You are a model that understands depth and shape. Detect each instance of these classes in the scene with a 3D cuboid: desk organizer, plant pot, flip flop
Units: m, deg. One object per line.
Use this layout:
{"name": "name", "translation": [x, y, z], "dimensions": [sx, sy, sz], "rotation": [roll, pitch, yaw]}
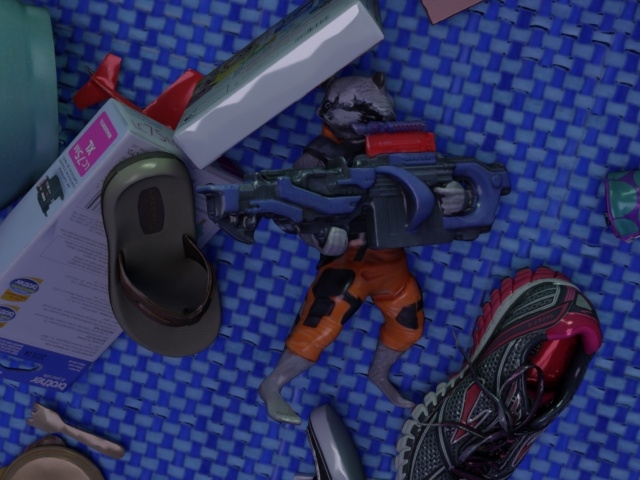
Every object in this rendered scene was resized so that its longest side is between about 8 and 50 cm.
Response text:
{"name": "desk organizer", "translation": [0.154, -0.255, 1.111], "dimensions": [0.130, 0.047, 0.050], "rotation": [-24, 99, 13]}
{"name": "plant pot", "translation": [-0.354, -0.137, 1.119], "dimensions": [0.196, 0.293, 0.293], "rotation": [-4, 102, -17]}
{"name": "flip flop", "translation": [-0.146, 0.031, 1.131], "dimensions": [0.112, 0.080, 0.277], "rotation": [-22, 142, -19]}

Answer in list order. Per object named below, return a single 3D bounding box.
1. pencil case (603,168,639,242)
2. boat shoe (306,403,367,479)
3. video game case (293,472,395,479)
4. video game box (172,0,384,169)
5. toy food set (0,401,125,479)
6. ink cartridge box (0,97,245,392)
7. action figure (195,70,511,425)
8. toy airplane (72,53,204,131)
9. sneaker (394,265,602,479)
{"name": "pencil case", "translation": [0.348, -0.037, 1.112], "dimensions": [0.152, 0.064, 0.070], "rotation": [-6, 84, 11]}
{"name": "boat shoe", "translation": [0.016, 0.278, 1.211], "dimensions": [0.070, 0.078, 0.219], "rotation": [-16, 99, 11]}
{"name": "video game case", "translation": [0.031, 0.297, 1.258], "dimensions": [0.122, 0.011, 0.087], "rotation": [3, 101, 9]}
{"name": "video game box", "translation": [-0.036, -0.165, 1.087], "dimensions": [0.205, 0.187, 0.048], "rotation": [-34, 110, 14]}
{"name": "toy food set", "translation": [-0.300, 0.282, 1.302], "dimensions": [0.132, 0.038, 0.192], "rotation": [26, 99, -4]}
{"name": "ink cartridge box", "translation": [-0.232, 0.016, 1.162], "dimensions": [0.311, 0.186, 0.065], "rotation": [-48, 53, 13]}
{"name": "action figure", "translation": [0.000, 0.000, 1.106], "dimensions": [0.341, 0.178, 0.330], "rotation": [4, 97, -36]}
{"name": "toy airplane", "translation": [-0.188, -0.132, 1.200], "dimensions": [0.151, 0.028, 0.151], "rotation": [1, 100, 8]}
{"name": "sneaker", "translation": [0.168, 0.171, 1.142], "dimensions": [0.121, 0.112, 0.299], "rotation": [18, 106, -20]}
